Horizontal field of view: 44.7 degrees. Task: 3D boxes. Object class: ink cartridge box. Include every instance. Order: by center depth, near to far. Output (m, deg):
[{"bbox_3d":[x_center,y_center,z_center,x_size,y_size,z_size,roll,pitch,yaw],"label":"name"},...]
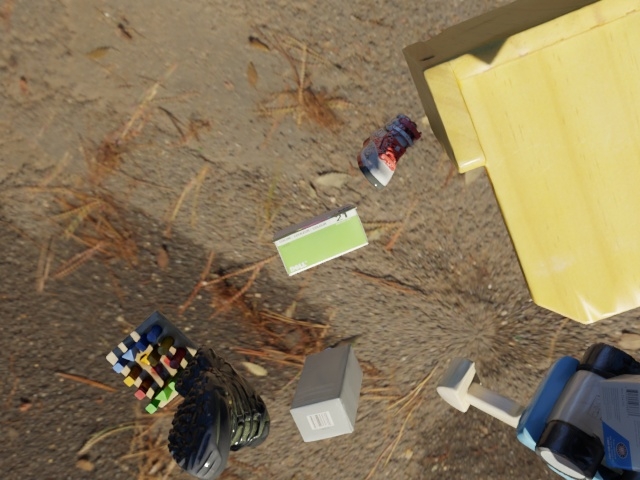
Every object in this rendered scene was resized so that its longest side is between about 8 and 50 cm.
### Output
[{"bbox_3d":[0.526,0.268,1.118,0.231,0.078,0.134,-8,86,53],"label":"ink cartridge box"},{"bbox_3d":[0.000,0.000,1.644,0.189,0.255,0.097,-22,95,1],"label":"ink cartridge box"}]

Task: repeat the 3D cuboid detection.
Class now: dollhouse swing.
[{"bbox_3d":[0.319,-0.129,0.890,0.347,0.315,0.305,-21,108,7],"label":"dollhouse swing"}]

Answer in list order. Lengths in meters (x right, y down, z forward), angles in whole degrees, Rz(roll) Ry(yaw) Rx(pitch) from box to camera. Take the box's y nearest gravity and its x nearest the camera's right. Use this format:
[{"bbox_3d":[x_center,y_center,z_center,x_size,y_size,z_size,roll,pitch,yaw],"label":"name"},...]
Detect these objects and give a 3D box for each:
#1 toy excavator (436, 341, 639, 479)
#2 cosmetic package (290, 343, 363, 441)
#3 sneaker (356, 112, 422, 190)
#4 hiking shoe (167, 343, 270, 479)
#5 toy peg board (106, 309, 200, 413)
[{"bbox_3d":[0.451,0.350,1.497,0.433,0.445,0.222,32,70,9],"label":"toy excavator"},{"bbox_3d":[0.019,0.356,1.843,0.127,0.238,0.107,-17,107,18],"label":"cosmetic package"},{"bbox_3d":[0.174,-0.230,1.913,0.145,0.270,0.090,-37,107,21],"label":"sneaker"},{"bbox_3d":[-0.100,0.194,0.862,0.114,0.227,0.086,31,102,-16],"label":"hiking shoe"},{"bbox_3d":[-0.337,0.257,1.584,0.161,0.079,0.160,-41,101,17],"label":"toy peg board"}]
